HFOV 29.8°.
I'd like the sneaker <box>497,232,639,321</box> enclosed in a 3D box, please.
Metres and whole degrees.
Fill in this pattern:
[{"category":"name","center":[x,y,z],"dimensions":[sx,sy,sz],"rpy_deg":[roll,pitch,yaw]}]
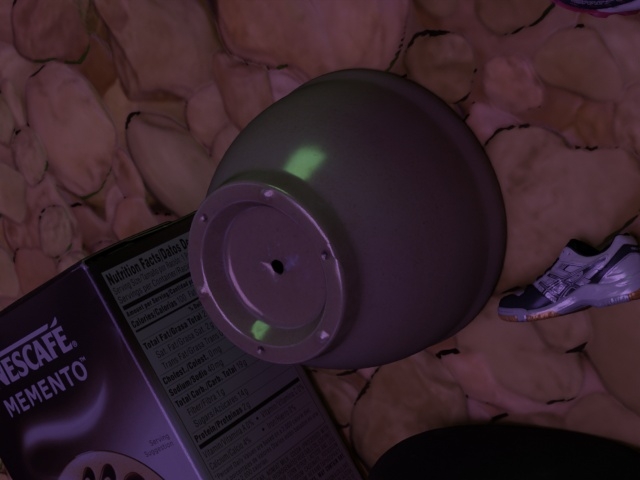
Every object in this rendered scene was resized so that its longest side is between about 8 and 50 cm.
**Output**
[{"category":"sneaker","center":[0.124,0.019,0.599],"dimensions":[0.083,0.032,0.037],"rpy_deg":[-18,84,34]}]

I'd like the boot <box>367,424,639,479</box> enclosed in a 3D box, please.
[{"category":"boot","center":[0.160,0.176,0.590],"dimensions":[0.305,0.112,0.115],"rpy_deg":[12,125,30]}]

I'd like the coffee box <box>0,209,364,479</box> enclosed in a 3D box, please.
[{"category":"coffee box","center":[-0.081,0.150,0.738],"dimensions":[0.168,0.119,0.297],"rpy_deg":[-29,90,40]}]

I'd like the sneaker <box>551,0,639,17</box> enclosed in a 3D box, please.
[{"category":"sneaker","center":[0.160,-0.206,0.425],"dimensions":[0.121,0.112,0.299],"rpy_deg":[45,129,13]}]

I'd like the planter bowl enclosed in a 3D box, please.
[{"category":"planter bowl","center":[0.000,0.000,0.626],"dimensions":[0.162,0.109,0.162],"rpy_deg":[14,115,32]}]
